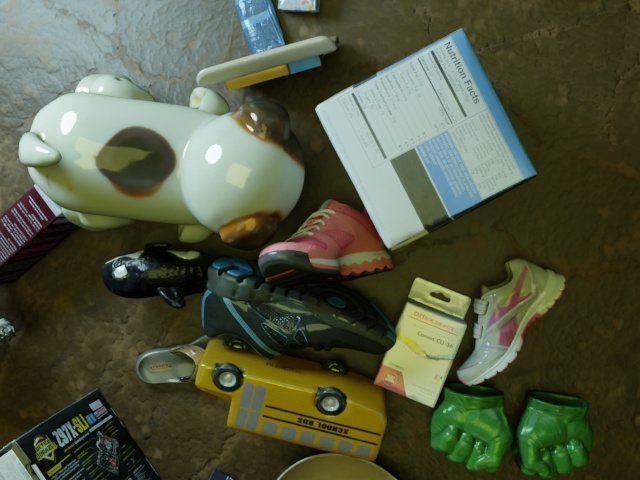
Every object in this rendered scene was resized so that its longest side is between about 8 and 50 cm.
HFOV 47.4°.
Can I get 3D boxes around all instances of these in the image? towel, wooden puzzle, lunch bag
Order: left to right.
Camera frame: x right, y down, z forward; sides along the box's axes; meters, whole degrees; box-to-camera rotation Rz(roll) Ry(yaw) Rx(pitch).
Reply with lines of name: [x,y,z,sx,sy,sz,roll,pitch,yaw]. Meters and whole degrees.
towel: [-0.109,-0.388,1.306,0.067,0.029,0.120,-19,92,8]
wooden puzzle: [-0.076,-0.290,1.204,0.220,0.239,0.044,-14,103,7]
lunch bag: [-0.035,-0.446,1.283,0.071,0.053,0.083,4,104,8]

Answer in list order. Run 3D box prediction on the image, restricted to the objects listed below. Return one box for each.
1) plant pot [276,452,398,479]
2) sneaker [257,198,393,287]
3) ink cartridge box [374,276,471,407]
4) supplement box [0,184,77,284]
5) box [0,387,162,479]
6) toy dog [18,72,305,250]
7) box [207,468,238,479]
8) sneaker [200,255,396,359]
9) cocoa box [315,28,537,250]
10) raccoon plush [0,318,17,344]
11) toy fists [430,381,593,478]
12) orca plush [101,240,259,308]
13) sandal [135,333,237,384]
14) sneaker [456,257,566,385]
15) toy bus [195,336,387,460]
plant pot: [0.020,0.542,1.252,0.284,0.284,0.191,23,131,4]
sneaker: [0.000,0.000,1.202,0.115,0.313,0.136,-17,80,34]
ink cartridge box: [0.183,0.177,1.288,0.115,0.067,0.198,21,96,5]
supplement box: [-0.532,-0.009,1.315,0.239,0.130,0.073,-39,87,13]
box: [-0.395,0.412,1.240,0.079,0.322,0.257,-37,90,6]
toy dog: [-0.221,-0.135,1.163,0.407,0.395,0.285,10,86,14]
box: [-0.270,0.626,1.242,0.097,0.318,0.395,30,96,4]
sneaker: [-0.039,0.138,1.255,0.340,0.125,0.140,18,109,0]
cocoa box: [0.158,-0.141,1.131,0.227,0.347,0.232,-28,90,7]
raccoon plush: [-0.718,0.263,1.342,0.299,0.216,0.447,13,124,10]
toy fists: [0.331,0.337,1.264,0.279,0.096,0.142,5,98,1]
orca plush: [-0.239,0.087,1.288,0.287,0.151,0.102,9,52,-20]
sandal: [-0.242,0.220,1.342,0.219,0.060,0.090,-10,92,6]
sneaker: [0.306,0.135,1.262,0.111,0.103,0.252,36,88,4]
toy bus: [-0.051,0.274,1.275,0.332,0.108,0.130,13,111,-1]
